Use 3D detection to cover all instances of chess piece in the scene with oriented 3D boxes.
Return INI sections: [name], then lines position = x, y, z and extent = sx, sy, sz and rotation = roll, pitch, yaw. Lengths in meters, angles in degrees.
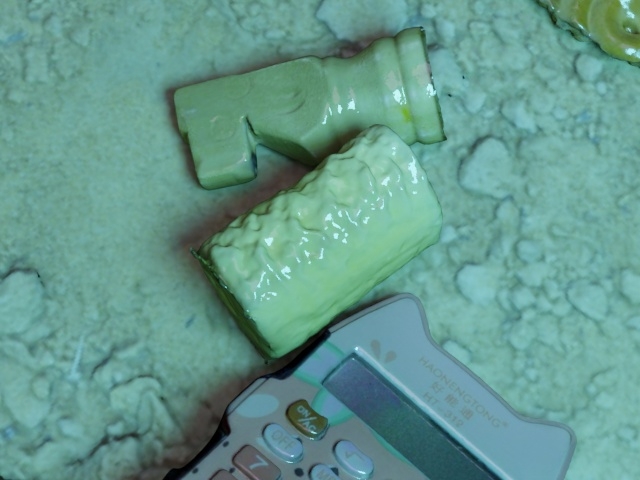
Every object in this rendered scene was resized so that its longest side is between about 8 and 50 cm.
[chess piece]
position = -0.010, -0.098, 1.179
extent = 0.200, 0.090, 0.090
rotation = -12, 71, 6

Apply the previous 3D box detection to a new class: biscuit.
[biscuit]
position = 0.269, -0.197, 1.233
extent = 0.224, 0.033, 0.144
rotation = 35, 74, 10

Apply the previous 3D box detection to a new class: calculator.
[calculator]
position = 0.019, 0.183, 1.042
extent = 0.220, 0.048, 0.329
rotation = 42, 53, 12

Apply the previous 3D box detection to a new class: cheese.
[cheese]
position = 0.000, 0.000, 1.116
extent = 0.167, 0.123, 0.094
rotation = -36, 59, -10
